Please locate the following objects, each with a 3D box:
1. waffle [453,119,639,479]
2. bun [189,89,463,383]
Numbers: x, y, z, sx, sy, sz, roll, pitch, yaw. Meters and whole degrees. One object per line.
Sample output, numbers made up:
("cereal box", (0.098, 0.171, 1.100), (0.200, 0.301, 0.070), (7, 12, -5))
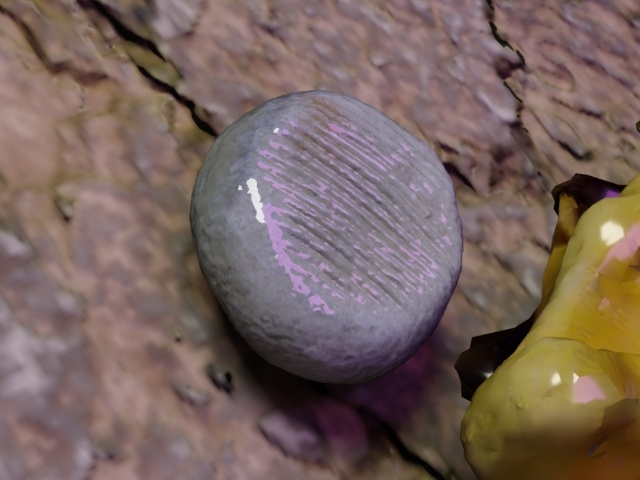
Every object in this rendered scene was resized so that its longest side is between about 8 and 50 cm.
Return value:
("waffle", (0.214, 0.100, 0.495), (0.382, 0.095, 0.379), (50, 46, -6))
("bun", (0.000, 0.000, 0.460), (0.083, 0.045, 0.083), (17, 54, -25))
